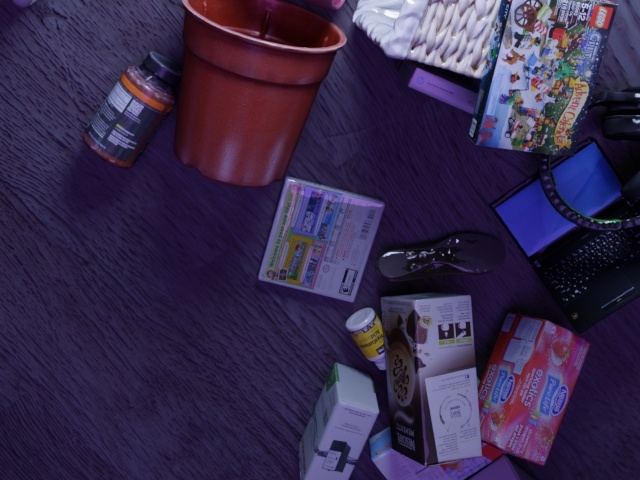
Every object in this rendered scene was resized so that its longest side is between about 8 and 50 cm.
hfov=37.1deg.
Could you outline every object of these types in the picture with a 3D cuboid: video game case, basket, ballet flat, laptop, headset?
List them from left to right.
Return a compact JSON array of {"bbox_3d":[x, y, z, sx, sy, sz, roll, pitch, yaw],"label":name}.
[{"bbox_3d":[0.000,0.000,1.807,0.193,0.023,0.212,14,110,-8],"label":"video game case"},{"bbox_3d":[0.227,0.038,1.819,0.250,0.058,0.084,-9,76,-5],"label":"ballet flat"},{"bbox_3d":[0.243,-0.433,1.500,0.267,0.331,0.328,16,110,-15],"label":"basket"},{"bbox_3d":[0.491,-0.010,1.763,0.234,0.264,0.136,-35,145,11],"label":"laptop"},{"bbox_3d":[0.588,-0.160,1.706,0.394,0.185,0.243,-18,86,13],"label":"headset"}]

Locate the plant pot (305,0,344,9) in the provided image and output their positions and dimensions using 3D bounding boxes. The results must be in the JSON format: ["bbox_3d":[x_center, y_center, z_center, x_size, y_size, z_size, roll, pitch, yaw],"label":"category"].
[{"bbox_3d":[-0.035,-0.489,1.540,0.180,0.201,0.201,16,110,8],"label":"plant pot"}]

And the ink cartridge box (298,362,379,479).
[{"bbox_3d":[0.033,0.373,1.882,0.087,0.153,0.208,19,110,-10],"label":"ink cartridge box"}]

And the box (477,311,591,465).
[{"bbox_3d":[0.390,0.279,1.817,0.123,0.128,0.256,26,82,-23],"label":"box"}]

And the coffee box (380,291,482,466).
[{"bbox_3d":[0.203,0.250,1.773,0.119,0.168,0.297,-4,90,-18],"label":"coffee box"}]

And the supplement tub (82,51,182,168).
[{"bbox_3d":[-0.320,-0.229,1.663,0.106,0.106,0.198,35,105,-14],"label":"supplement tub"}]

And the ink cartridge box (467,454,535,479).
[{"bbox_3d":[0.327,0.605,1.956,0.307,0.129,0.223,-38,133,11],"label":"ink cartridge box"}]

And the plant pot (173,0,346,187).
[{"bbox_3d":[-0.124,-0.248,1.594,0.273,0.272,0.265,14,117,-7],"label":"plant pot"}]

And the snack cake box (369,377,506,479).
[{"bbox_3d":[0.249,0.409,1.938,0.264,0.089,0.152,-33,107,10],"label":"snack cake box"}]

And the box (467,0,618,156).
[{"bbox_3d":[0.321,-0.245,1.392,0.159,0.044,0.233,5,113,-12],"label":"box"}]

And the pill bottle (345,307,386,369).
[{"bbox_3d":[0.104,0.194,1.863,0.065,0.065,0.116,-31,110,9],"label":"pill bottle"}]

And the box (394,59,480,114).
[{"bbox_3d":[0.207,-0.267,1.628,0.145,0.186,0.038,22,108,-10],"label":"box"}]

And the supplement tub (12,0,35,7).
[{"bbox_3d":[-0.505,-0.492,1.534,0.144,0.144,0.200,-42,107,12],"label":"supplement tub"}]
